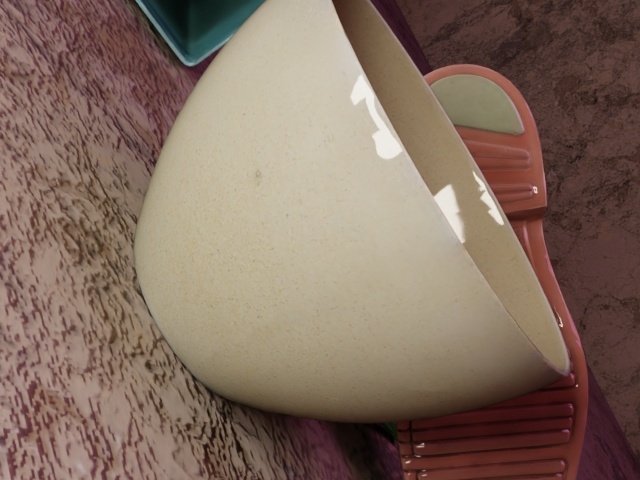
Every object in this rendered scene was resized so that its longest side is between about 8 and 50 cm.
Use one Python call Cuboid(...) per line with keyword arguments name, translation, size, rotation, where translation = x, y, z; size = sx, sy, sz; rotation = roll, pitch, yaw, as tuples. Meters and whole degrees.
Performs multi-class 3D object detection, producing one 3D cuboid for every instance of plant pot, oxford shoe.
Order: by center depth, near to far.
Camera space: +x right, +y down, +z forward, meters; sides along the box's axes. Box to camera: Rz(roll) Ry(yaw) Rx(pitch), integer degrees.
Cuboid(name="plant pot", translation=(0.000, 0.000, 0.632), size=(0.284, 0.191, 0.284), rotation=(53, 16, -22))
Cuboid(name="oxford shoe", translation=(0.123, 0.070, 0.816), size=(0.146, 0.141, 0.397), rotation=(108, -18, -82))
Cuboid(name="plant pot", translation=(-0.107, -0.300, 0.940), size=(0.165, 0.165, 0.234), rotation=(53, 8, -25))

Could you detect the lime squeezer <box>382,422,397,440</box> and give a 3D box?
Cuboid(name="lime squeezer", translation=(0.001, 0.062, 0.784), size=(0.310, 0.059, 0.110), rotation=(53, 16, -20))
